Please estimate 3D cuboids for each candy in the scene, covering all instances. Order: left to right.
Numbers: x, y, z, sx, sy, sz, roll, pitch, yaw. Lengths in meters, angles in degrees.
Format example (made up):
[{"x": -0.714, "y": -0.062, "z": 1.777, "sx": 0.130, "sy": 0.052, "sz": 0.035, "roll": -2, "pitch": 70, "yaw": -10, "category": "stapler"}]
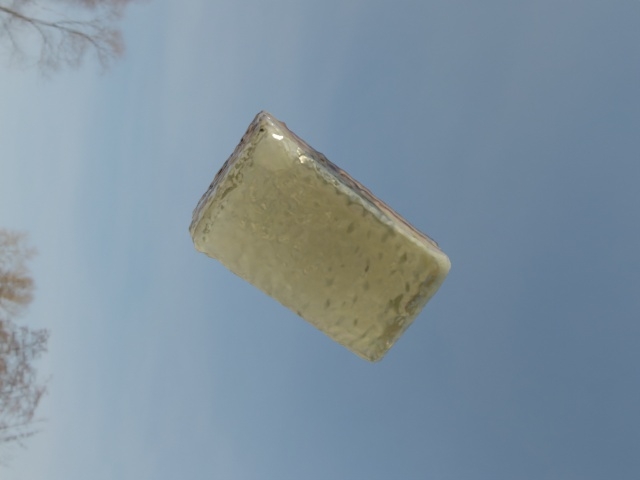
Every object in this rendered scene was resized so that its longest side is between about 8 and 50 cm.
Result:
[{"x": 0.000, "y": 0.000, "z": 0.786, "sx": 0.179, "sy": 0.320, "sz": 0.135, "roll": -50, "pitch": -165, "yaw": 12, "category": "candy"}]
